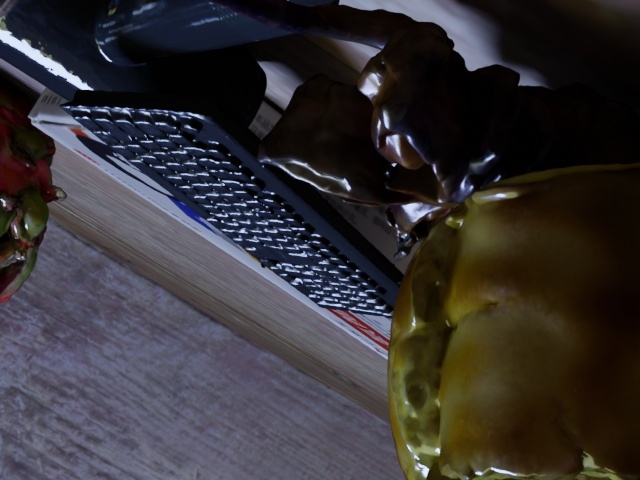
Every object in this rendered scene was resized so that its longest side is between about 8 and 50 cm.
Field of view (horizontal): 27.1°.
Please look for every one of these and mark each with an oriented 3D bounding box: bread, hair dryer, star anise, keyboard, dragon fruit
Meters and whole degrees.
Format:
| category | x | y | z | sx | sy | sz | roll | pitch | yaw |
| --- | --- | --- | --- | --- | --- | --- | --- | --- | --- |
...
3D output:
| category | x | y | z | sx | sy | sz | roll | pitch | yaw |
| --- | --- | --- | --- | --- | --- | --- | --- | --- | --- |
| bread | 0.115 | 0.043 | 0.433 | 0.182 | 0.096 | 0.222 | 3 | 169 | 6 |
| hair dryer | -0.042 | -0.080 | 0.535 | 0.128 | 0.070 | 0.255 | 34 | 166 | -29 |
| star anise | 0.018 | -0.043 | 0.414 | 0.191 | 0.070 | 0.097 | 15 | 164 | -40 |
| keyboard | -0.020 | -0.008 | 0.633 | 0.087 | 0.017 | 0.250 | 8 | 161 | 30 |
| dragon fruit | -0.366 | -0.026 | 1.178 | 0.237 | 0.302 | 0.231 | 37 | 144 | -11 |

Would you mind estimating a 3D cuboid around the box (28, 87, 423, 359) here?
| category | x | y | z | sx | sy | sz | roll | pitch | yaw |
| --- | --- | --- | --- | --- | --- | --- | --- | --- | --- |
| box | 0.000 | 0.000 | 0.850 | 0.353 | 0.069 | 0.214 | 37 | 170 | -27 |
